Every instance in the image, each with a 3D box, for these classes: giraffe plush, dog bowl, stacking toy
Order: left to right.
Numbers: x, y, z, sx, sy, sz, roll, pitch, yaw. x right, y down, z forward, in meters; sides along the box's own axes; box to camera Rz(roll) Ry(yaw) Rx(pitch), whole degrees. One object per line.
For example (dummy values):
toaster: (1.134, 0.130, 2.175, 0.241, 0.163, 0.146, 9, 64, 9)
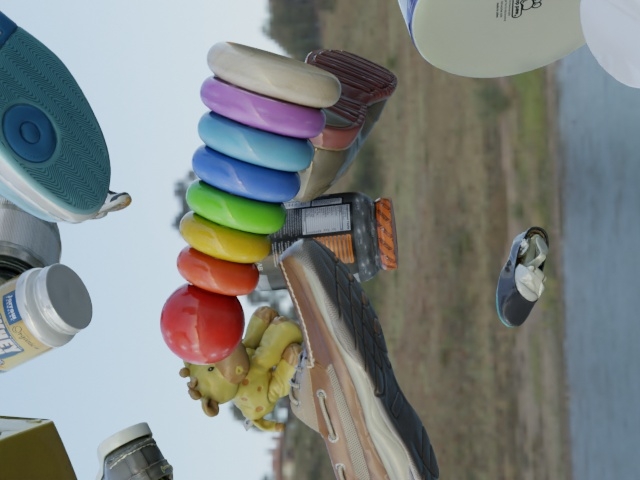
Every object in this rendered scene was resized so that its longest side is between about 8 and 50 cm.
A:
stacking toy: (-0.090, -0.030, 1.283, 0.141, 0.141, 0.330, -59, -14, -78)
giraffe plush: (-0.137, 0.208, 1.990, 0.170, 0.181, 0.210, 15, -80, -44)
dog bowl: (0.217, -0.308, 1.426, 0.265, 0.265, 0.104, 77, 180, -60)

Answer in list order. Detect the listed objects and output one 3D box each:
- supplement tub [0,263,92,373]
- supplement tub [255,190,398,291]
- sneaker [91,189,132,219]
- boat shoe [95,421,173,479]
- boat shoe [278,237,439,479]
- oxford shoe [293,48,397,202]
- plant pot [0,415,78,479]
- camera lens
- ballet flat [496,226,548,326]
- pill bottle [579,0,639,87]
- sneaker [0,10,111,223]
supplement tub: (-0.508, 0.133, 2.135, 0.144, 0.199, 0.144, 49, -154, -35)
supplement tub: (0.000, 0.000, 1.570, 0.117, 0.190, 0.117, -5, -90, -84)
sneaker: (-0.252, -0.049, 1.449, 0.032, 0.083, 0.037, -2, -100, -47)
boat shoe: (-0.273, 0.361, 1.863, 0.091, 0.109, 0.305, 58, 164, 19)
boat shoe: (0.019, 0.158, 1.336, 0.324, 0.116, 0.123, 67, -162, -5)
oxford shoe: (0.012, -0.160, 1.639, 0.348, 0.123, 0.130, -53, -15, -62)
plant pot: (-0.348, 0.270, 1.184, 0.212, 0.212, 0.187, -10, -81, -69)
camera lens: (-0.615, 0.049, 2.400, 0.274, 0.219, 0.219, -104, 7, -58)
ballet flat: (0.326, 0.049, 1.964, 0.203, 0.074, 0.074, -67, -23, -46)
pill bottle: (0.313, -0.208, 0.973, 0.121, 0.216, 0.121, 49, 158, 27)
sneaker: (-0.336, -0.113, 1.047, 0.319, 0.208, 0.127, 48, -140, -14)
